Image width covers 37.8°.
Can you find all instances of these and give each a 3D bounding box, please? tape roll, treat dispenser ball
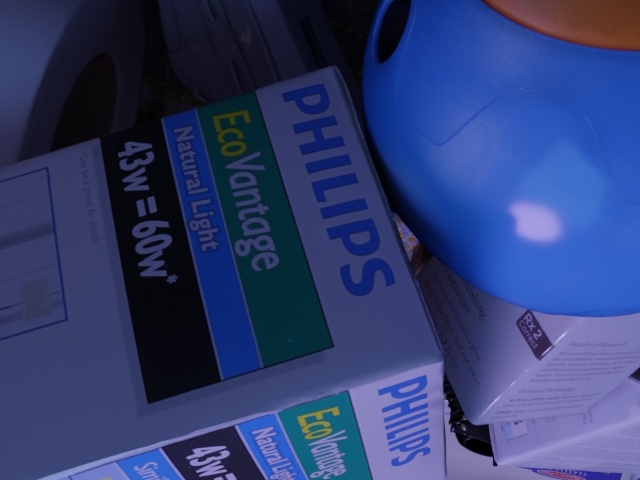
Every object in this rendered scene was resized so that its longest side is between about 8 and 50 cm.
[{"bbox_3d":[-0.241,-0.097,0.780,0.100,0.286,0.286,18,146,2],"label":"tape roll"},{"bbox_3d":[0.170,-0.095,0.593,0.288,0.288,0.288,12,145,9],"label":"treat dispenser ball"}]

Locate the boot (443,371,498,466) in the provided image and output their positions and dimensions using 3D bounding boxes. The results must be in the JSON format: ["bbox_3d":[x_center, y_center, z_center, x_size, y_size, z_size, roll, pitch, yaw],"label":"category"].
[{"bbox_3d":[0.153,0.163,1.096,0.198,0.137,0.077,28,144,-13],"label":"boot"}]

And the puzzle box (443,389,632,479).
[{"bbox_3d":[0.221,0.267,1.287,0.409,0.052,0.272,7,144,15],"label":"puzzle box"}]

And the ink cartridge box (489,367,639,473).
[{"bbox_3d":[0.402,0.152,0.920,0.308,0.091,0.385,11,151,-26],"label":"ink cartridge box"}]

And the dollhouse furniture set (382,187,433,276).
[{"bbox_3d":[0.000,0.000,0.916,0.212,0.161,0.242,24,145,-8],"label":"dollhouse furniture set"}]

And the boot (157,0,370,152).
[{"bbox_3d":[-0.046,-0.127,0.781,0.123,0.095,0.258,-7,112,32],"label":"boot"}]

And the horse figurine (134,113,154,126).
[{"bbox_3d":[-0.217,-0.079,0.992,0.263,0.066,0.174,-3,146,32],"label":"horse figurine"}]

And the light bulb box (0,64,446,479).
[{"bbox_3d":[-0.107,0.110,0.685,0.361,0.225,0.358,-17,149,-1],"label":"light bulb box"}]

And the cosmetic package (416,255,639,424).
[{"bbox_3d":[0.203,0.047,0.818,0.151,0.151,0.184,3,137,-35],"label":"cosmetic package"}]

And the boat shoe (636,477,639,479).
[{"bbox_3d":[0.559,0.335,1.177,0.324,0.116,0.097,-16,130,32],"label":"boat shoe"}]
